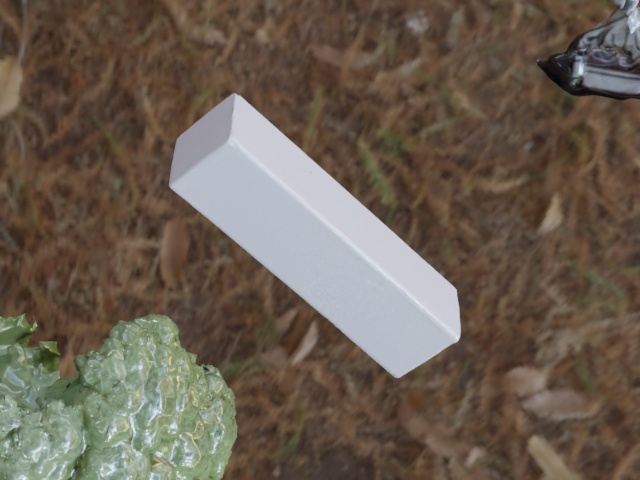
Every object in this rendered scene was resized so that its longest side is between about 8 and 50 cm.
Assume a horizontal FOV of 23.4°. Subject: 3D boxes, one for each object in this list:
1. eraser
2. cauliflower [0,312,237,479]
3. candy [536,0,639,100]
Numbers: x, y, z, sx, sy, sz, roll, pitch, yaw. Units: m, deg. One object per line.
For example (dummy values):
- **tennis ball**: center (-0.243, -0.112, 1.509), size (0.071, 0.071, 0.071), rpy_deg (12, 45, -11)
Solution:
- **eraser**: center (0.000, 0.000, 1.381), size (0.298, 0.078, 0.076), rpy_deg (41, 29, -25)
- **cauliflower**: center (-0.203, 0.141, 1.069), size (0.250, 0.275, 0.272), rpy_deg (40, 73, 22)
- **candy**: center (0.122, -0.169, 0.742), size (0.051, 0.094, 0.226), rpy_deg (-40, 116, -38)
